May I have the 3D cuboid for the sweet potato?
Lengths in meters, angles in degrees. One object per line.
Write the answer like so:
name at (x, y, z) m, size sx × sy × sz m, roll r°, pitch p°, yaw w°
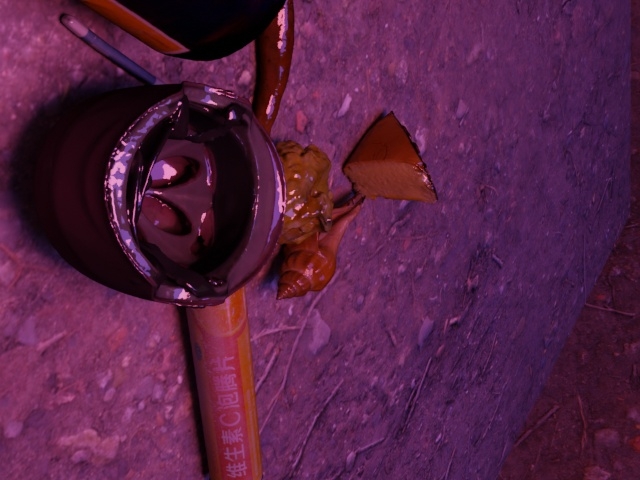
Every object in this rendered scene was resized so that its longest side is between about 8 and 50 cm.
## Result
sweet potato at (-0.069, -0.274, 1.250) m, size 0.057 × 0.057 × 0.264 m, roll -22°, pitch 123°, yaw -51°

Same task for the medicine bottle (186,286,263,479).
medicine bottle at (-0.147, 0.217, 1.305) m, size 0.108 × 0.108 × 0.425 m, roll -36°, pitch 133°, yaw -44°

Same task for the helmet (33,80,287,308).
helmet at (-0.202, -0.058, 1.013) m, size 0.338 × 0.197 × 0.270 m, roll 3°, pitch 94°, yaw -65°

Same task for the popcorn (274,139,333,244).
popcorn at (-0.045, -0.071, 1.316) m, size 0.173 × 0.142 × 0.173 m, roll 30°, pitch 54°, yaw -52°

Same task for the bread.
bread at (0.158, -0.149, 1.550) m, size 0.169 × 0.160 × 0.140 m, roll -57°, pitch 144°, yaw -24°

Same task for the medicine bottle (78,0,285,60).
medicine bottle at (-0.211, -0.365, 0.823) m, size 0.395 × 0.243 × 0.242 m, roll 33°, pitch 76°, yaw -51°

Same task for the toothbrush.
toothbrush at (-0.231, -0.213, 1.064) m, size 0.276 × 0.019 × 0.025 m, roll 30°, pitch 86°, yaw -57°

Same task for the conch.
conch at (-0.004, 0.001, 1.451) m, size 0.109 × 0.093 × 0.330 m, roll 61°, pitch 35°, yaw -23°
